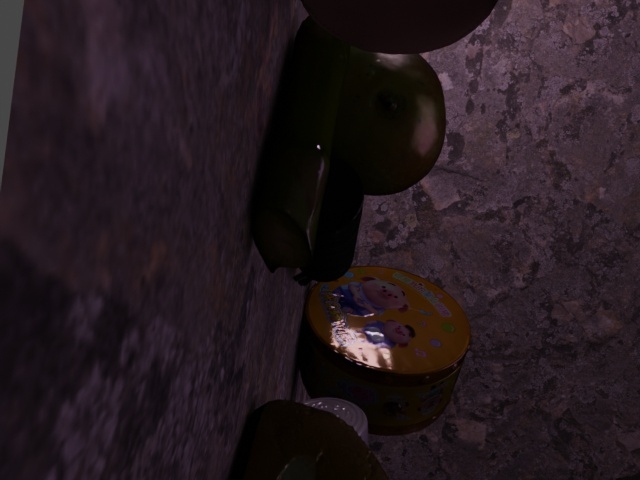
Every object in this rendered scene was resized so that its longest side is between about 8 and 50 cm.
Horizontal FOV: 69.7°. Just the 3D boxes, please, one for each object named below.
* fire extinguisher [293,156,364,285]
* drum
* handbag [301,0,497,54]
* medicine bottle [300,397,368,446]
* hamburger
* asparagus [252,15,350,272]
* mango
[{"bbox_3d":[0.000,0.000,0.664,0.114,0.095,0.311,-37,165,-10],"label":"fire extinguisher"},{"bbox_3d":[0.155,0.265,1.182,0.431,0.431,0.214,-78,176,-59],"label":"drum"},{"bbox_3d":[0.058,-0.251,0.335,0.205,0.179,0.116,86,19,-70],"label":"handbag"},{"bbox_3d":[0.013,0.522,0.913,0.242,0.243,0.395,-59,145,-83],"label":"medicine bottle"},{"bbox_3d":[-0.008,0.306,0.424,0.288,0.192,0.167,-77,-177,-60],"label":"hamburger"},{"bbox_3d":[-0.014,-0.105,0.421,0.067,0.060,0.277,127,-24,-55],"label":"asparagus"},{"bbox_3d":[0.081,-0.199,0.732,0.382,0.201,0.225,-101,172,-67],"label":"mango"}]
